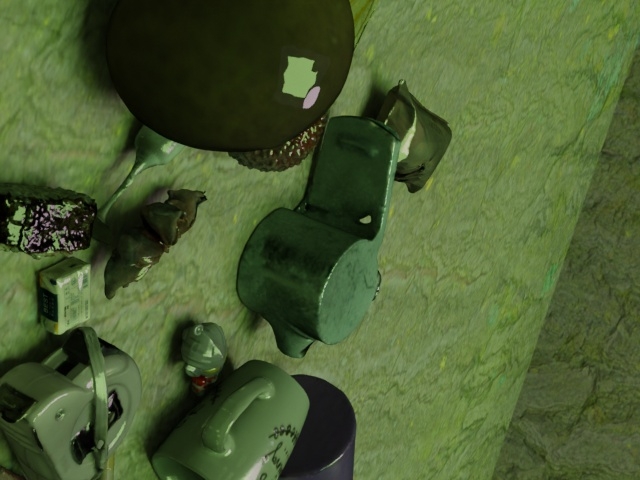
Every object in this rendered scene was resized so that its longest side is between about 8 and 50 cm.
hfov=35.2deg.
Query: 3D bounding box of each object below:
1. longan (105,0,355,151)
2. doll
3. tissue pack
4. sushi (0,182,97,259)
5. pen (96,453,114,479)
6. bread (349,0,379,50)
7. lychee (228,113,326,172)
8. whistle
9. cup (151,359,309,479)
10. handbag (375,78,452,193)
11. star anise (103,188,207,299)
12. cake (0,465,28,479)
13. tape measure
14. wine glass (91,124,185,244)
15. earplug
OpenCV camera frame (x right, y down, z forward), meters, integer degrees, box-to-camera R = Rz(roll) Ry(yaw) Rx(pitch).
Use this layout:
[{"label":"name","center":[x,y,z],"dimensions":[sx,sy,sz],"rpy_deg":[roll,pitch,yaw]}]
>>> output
[{"label":"longan","center":[-0.108,-0.238,1.203],"dimensions":[0.300,0.300,0.243],"rpy_deg":[-57,172,-20]},{"label":"doll","center":[-0.182,0.184,1.580],"dimensions":[0.094,0.079,0.180],"rpy_deg":[-49,159,-32]},{"label":"tissue pack","center":[-0.323,0.070,1.275],"dimensions":[0.062,0.042,0.083],"rpy_deg":[-34,137,-49]},{"label":"sushi","center":[-0.326,-0.024,1.155],"dimensions":[0.150,0.091,0.078],"rpy_deg":[-2,107,-59]},{"label":"pen","center":[-0.311,0.371,1.414],"dimensions":[0.032,0.040,0.233],"rpy_deg":[29,50,-48]},{"label":"bread","center":[0.018,-0.380,1.481],"dimensions":[0.257,0.124,0.186],"rpy_deg":[-56,156,-24]},{"label":"lychee","center":[-0.072,-0.176,1.410],"dimensions":[0.197,0.165,0.165],"rpy_deg":[-178,-69,-83]},{"label":"whistle","center":[0.017,-0.003,1.689],"dimensions":[0.404,0.168,0.188],"rpy_deg":[-61,151,-12]},{"label":"cup","center":[-0.129,0.301,1.607],"dimensions":[0.234,0.186,0.258],"rpy_deg":[-53,165,-29]},{"label":"handbag","center":[0.160,-0.179,1.882],"dimensions":[0.182,0.117,0.270],"rpy_deg":[-61,154,4]},{"label":"star anise","center":[-0.229,0.002,1.329],"dimensions":[0.172,0.063,0.208],"rpy_deg":[-47,-175,10]},{"label":"cake","center":[-0.382,0.417,1.366],"dimensions":[0.295,0.113,0.115],"rpy_deg":[61,23,-45]},{"label":"tape measure","center":[-0.320,0.221,1.313],"dimensions":[0.197,0.120,0.236],"rpy_deg":[-50,152,-34]},{"label":"wine glass","center":[-0.220,-0.115,1.304],"dimensions":[0.262,0.074,0.074],"rpy_deg":[-56,150,-25]},{"label":"earplug","center":[-0.032,0.471,1.912],"dimensions":[0.215,0.215,0.455],"rpy_deg":[-47,149,-34]}]
